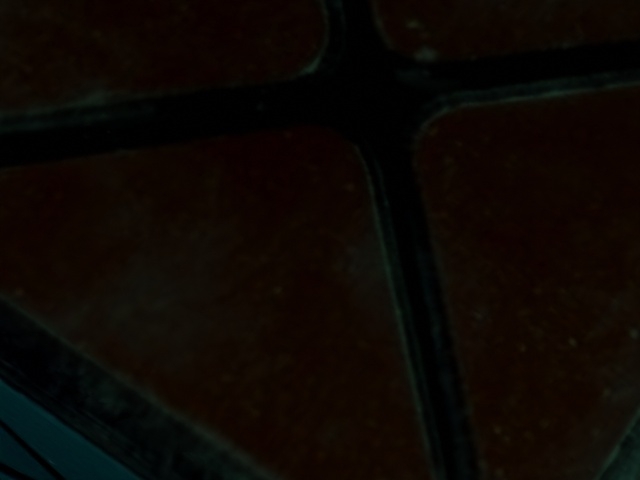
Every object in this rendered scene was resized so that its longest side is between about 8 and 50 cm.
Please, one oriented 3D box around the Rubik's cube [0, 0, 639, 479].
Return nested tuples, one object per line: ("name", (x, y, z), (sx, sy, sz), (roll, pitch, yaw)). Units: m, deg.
("Rubik's cube", (0.000, 0.000, 0.606), (0.255, 0.259, 0.260), (-53, -7, -17))
